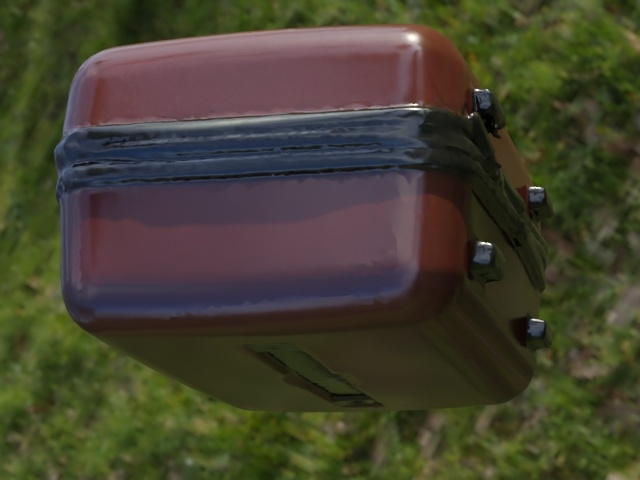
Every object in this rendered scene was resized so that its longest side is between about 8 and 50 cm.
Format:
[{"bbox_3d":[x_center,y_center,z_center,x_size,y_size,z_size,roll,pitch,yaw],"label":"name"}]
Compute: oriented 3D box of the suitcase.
[{"bbox_3d":[0.000,0.000,0.922,0.297,0.236,0.161,41,-131,-68],"label":"suitcase"}]
